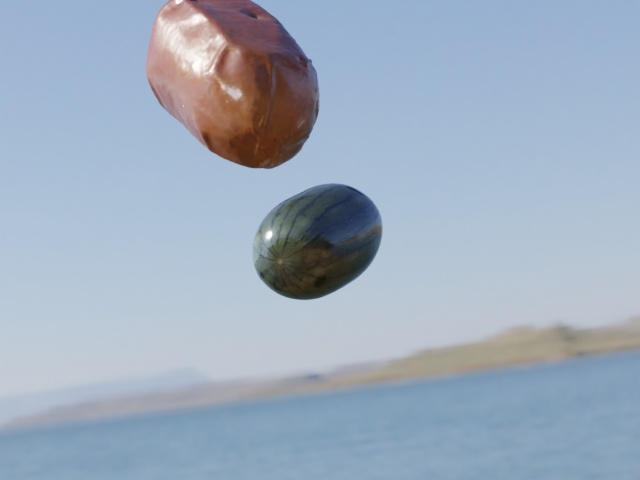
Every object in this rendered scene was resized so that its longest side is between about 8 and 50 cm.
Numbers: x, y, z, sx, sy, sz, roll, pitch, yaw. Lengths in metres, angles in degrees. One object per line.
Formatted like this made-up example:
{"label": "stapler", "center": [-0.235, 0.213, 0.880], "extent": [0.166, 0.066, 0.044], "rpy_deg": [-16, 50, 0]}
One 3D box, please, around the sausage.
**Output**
{"label": "sausage", "center": [-0.098, -0.186, 2.004], "extent": [0.153, 0.141, 0.268], "rpy_deg": [-3, 33, -32]}

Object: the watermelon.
{"label": "watermelon", "center": [0.000, 0.000, 1.256], "extent": [0.078, 0.078, 0.111], "rpy_deg": [-12, 12, 46]}
